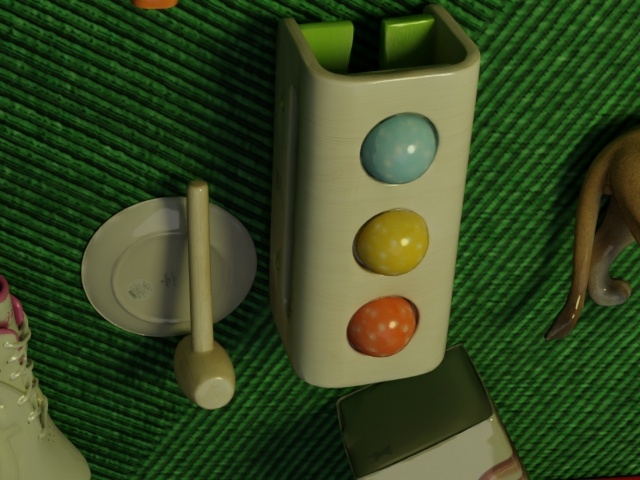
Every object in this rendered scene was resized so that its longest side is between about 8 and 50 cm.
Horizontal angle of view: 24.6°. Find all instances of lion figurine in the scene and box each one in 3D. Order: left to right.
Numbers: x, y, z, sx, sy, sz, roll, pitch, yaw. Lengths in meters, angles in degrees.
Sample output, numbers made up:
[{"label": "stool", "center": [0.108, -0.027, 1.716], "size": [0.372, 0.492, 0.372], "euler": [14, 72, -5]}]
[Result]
[{"label": "lion figurine", "center": [0.347, -0.053, 1.140], "size": [0.392, 0.142, 0.240], "euler": [-15, 121, 4]}]

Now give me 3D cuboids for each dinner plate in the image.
[{"label": "dinner plate", "center": [-0.120, 0.026, 1.171], "size": [0.141, 0.017, 0.141], "euler": [-5, 127, -7]}]

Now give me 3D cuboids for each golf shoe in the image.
[{"label": "golf shoe", "center": [-0.265, 0.109, 1.142], "size": [0.140, 0.115, 0.306], "euler": [-36, 127, 10]}]

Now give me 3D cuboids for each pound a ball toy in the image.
[{"label": "pound a ball toy", "center": [0.000, 0.000, 1.088], "size": [0.208, 0.136, 0.319], "euler": [-7, 127, -15]}]

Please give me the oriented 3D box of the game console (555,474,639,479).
[{"label": "game console", "center": [0.265, 0.388, 1.509], "size": [0.342, 0.060, 0.387], "euler": [-5, 127, -13]}]

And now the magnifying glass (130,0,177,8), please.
[{"label": "magnifying glass", "center": [-0.096, -0.244, 0.836], "size": [0.092, 0.026, 0.231], "euler": [-3, 119, -10]}]

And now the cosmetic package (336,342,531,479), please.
[{"label": "cosmetic package", "center": [0.138, 0.260, 1.270], "size": [0.129, 0.153, 0.296], "euler": [-26, 112, 5]}]
